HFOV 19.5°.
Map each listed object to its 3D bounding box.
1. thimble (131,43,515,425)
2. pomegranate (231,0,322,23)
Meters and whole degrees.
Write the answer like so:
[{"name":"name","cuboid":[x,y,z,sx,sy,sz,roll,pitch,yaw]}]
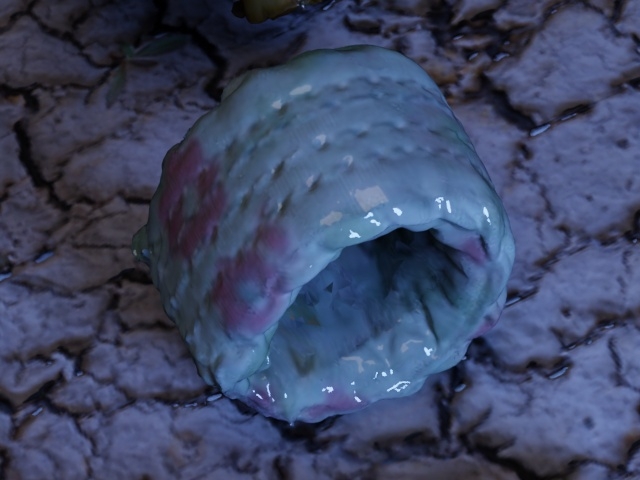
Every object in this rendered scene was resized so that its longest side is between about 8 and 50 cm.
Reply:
[{"name":"thimble","cuboid":[0.000,0.000,1.098,0.211,0.185,0.149,-27,53,2]},{"name":"pomegranate","cuboid":[-0.076,-0.300,1.263,0.319,0.319,0.319,-5,54,7]}]
